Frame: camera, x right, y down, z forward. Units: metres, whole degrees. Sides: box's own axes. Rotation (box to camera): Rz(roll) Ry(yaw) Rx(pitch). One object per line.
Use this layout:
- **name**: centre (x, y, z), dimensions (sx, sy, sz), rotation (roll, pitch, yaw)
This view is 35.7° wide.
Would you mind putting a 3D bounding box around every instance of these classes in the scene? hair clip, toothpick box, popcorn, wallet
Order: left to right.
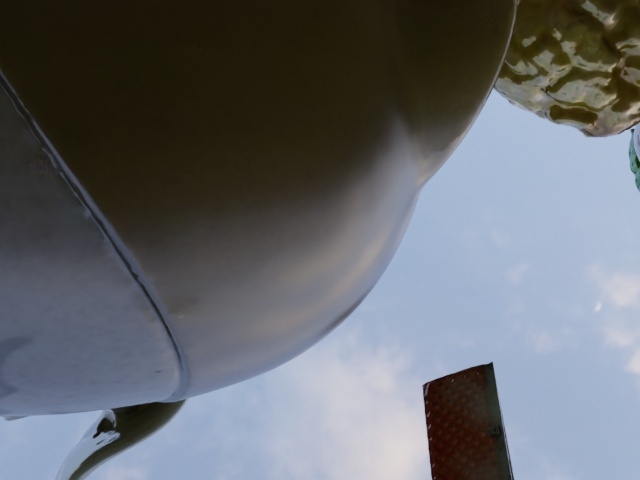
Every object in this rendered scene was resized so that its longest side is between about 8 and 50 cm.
- **toothpick box**: centre (-0.139, -0.099, 0.624), dimensions (0.425, 0.409, 0.409), rotation (0, -135, -17)
- **hair clip**: centre (-0.174, 0.127, 0.929), dimensions (0.282, 0.172, 0.113), rotation (-42, -82, -12)
- **wallet**: centre (0.181, 0.249, 1.232), dimensions (0.103, 0.020, 0.197), rotation (-20, -132, 21)
- **popcorn**: centre (0.193, -0.161, 0.708), dimensions (0.170, 0.180, 0.180), rotation (9, -141, 32)

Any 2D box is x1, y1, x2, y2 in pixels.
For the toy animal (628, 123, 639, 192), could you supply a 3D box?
- **toy animal**: centre (0.371, -0.107, 0.879), dimensions (0.212, 0.213, 0.267), rotation (12, -119, 1)
